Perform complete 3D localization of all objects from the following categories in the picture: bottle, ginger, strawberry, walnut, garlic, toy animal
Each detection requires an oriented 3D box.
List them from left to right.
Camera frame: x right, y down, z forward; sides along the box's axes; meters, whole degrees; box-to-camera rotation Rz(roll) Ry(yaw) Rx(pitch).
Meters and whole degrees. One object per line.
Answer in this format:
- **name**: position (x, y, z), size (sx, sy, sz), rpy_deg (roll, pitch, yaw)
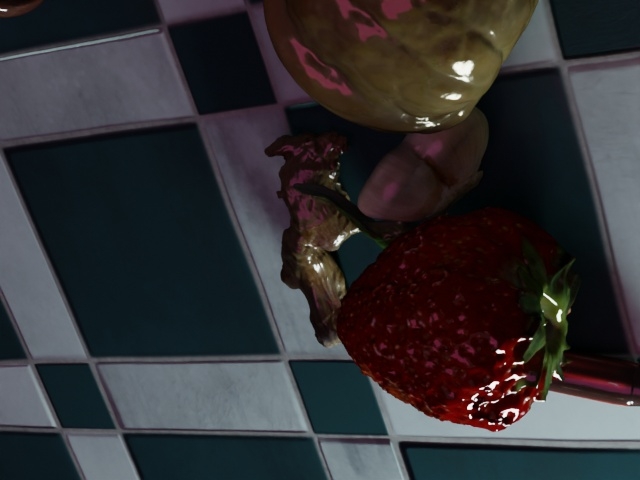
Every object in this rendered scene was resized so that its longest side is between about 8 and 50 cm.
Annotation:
- **ginger**: position (0.000, -0.002, 1.599), size (0.122, 0.084, 0.290), rpy_deg (-1, 115, 7)
- **toy animal**: position (0.074, -0.032, 1.529), size (0.217, 0.041, 0.075), rpy_deg (33, 118, -18)
- **walnut**: position (0.081, -0.253, 1.271), size (0.285, 0.285, 0.296), rpy_deg (46, 168, -2)
- **garlic**: position (0.119, -0.089, 1.445), size (0.099, 0.124, 0.174), rpy_deg (46, 105, 19)
- **strawberry**: position (0.148, 0.086, 1.446), size (0.276, 0.257, 0.257), rpy_deg (10, 122, 31)
- **bottle**: position (0.330, 0.165, 1.508), size (0.164, 0.060, 0.060), rpy_deg (9, 122, 26)

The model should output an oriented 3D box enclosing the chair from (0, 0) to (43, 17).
- **chair**: position (-0.360, -0.423, 1.456), size (0.226, 0.226, 0.401), rpy_deg (47, 132, -2)
